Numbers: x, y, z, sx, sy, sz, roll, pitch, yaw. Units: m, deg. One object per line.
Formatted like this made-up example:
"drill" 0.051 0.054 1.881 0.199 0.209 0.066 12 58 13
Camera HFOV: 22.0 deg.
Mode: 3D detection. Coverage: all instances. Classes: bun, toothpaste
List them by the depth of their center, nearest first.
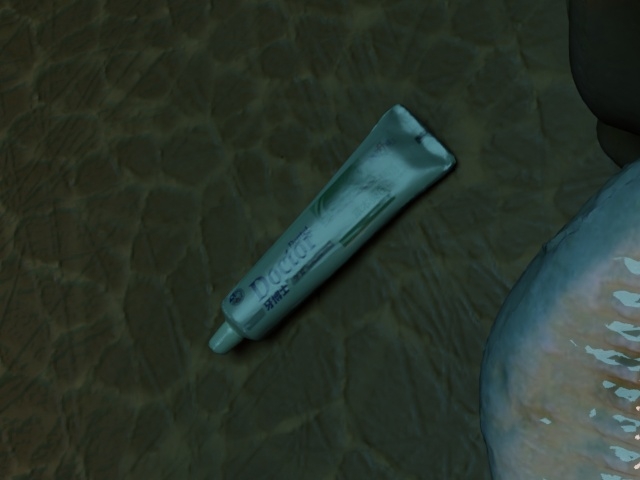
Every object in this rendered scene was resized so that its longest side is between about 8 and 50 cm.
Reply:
"bun" 0.258 0.082 0.852 0.354 0.194 0.354 7 113 18
"toothpaste" 0.000 0.000 1.158 0.218 0.041 0.064 -46 70 8

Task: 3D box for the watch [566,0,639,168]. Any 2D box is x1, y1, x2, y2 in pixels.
"watch" 0.313 -0.197 0.923 0.326 0.314 0.335 2 66 17
